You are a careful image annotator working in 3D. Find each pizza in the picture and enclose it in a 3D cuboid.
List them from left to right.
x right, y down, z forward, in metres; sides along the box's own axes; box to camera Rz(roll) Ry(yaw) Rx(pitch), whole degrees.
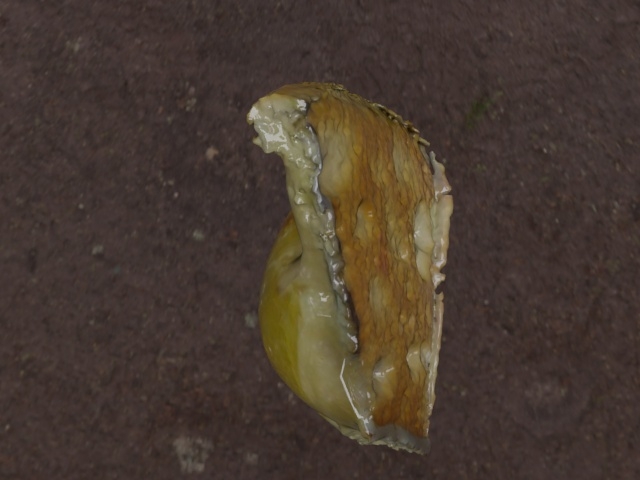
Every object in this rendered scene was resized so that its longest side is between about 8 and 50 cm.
[{"bbox_3d":[0.002,0.009,0.545,0.080,0.188,0.204,-3,163,24],"label":"pizza"}]
